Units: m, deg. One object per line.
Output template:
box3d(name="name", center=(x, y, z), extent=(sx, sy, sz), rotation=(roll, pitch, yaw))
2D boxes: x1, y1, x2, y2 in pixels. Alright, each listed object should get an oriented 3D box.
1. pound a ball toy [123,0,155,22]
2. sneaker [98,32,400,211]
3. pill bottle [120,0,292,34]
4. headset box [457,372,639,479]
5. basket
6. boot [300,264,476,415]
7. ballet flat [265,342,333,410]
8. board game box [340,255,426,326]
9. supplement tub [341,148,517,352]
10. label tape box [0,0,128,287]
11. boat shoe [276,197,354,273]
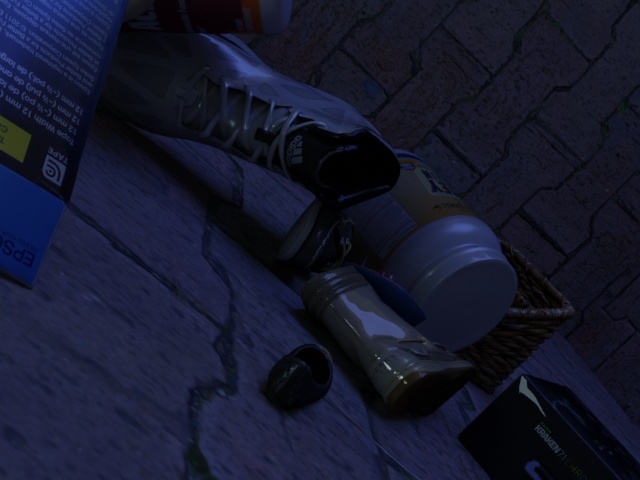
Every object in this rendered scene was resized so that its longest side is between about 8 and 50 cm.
box3d(name="pound a ball toy", center=(-0.346, -0.267, 0.893), extent=(0.319, 0.136, 0.208), rotation=(38, 48, -28))
box3d(name="sneaker", center=(-0.083, -0.171, 1.172), extent=(0.448, 0.169, 0.257), rotation=(17, 10, -25))
box3d(name="pill bottle", center=(-0.232, -0.365, 1.081), extent=(0.392, 0.224, 0.224), rotation=(2, 12, 2))
box3d(name="headset box", center=(0.352, 0.325, 1.247), extent=(0.246, 0.131, 0.283), rotation=(49, 12, 28))
box3d(name="basket", center=(0.281, 0.090, 1.668), extent=(0.213, 0.223, 0.299), rotation=(37, 13, -30))
box3d(name="boot", center=(0.090, 0.129, 1.169), extent=(0.203, 0.095, 0.262), rotation=(46, 13, 24))
box3d(name="ballet flat", center=(-0.010, 0.131, 0.896), extent=(0.057, 0.049, 0.173), rotation=(45, 11, 5))
box3d(name="board game box", center=(0.080, 0.073, 1.238), extent=(0.133, 0.033, 0.168), rotation=(33, -25, -2))
box3d(name="supplement tub", center=(0.159, 0.015, 1.493), extent=(0.228, 0.228, 0.316), rotation=(33, 15, -45))
box3d(name="label tape box", center=(-0.298, -0.158, 0.690), extent=(0.249, 0.115, 0.347), rotation=(35, 52, -39))
box3d(name="boat shoe", center=(0.003, -0.004, 1.314), extent=(0.091, 0.109, 0.305), rotation=(38, 7, -2))
